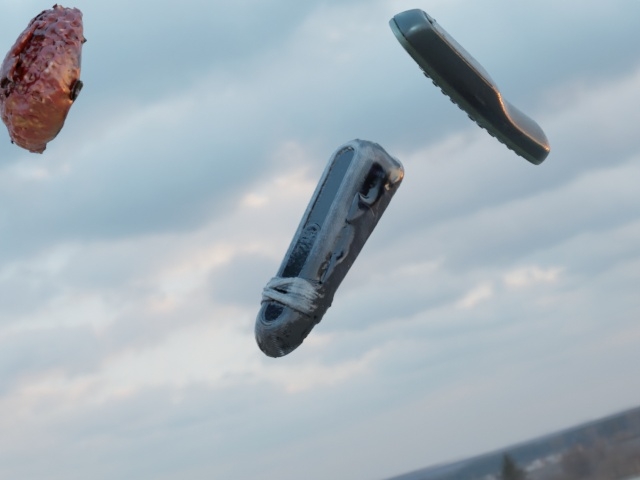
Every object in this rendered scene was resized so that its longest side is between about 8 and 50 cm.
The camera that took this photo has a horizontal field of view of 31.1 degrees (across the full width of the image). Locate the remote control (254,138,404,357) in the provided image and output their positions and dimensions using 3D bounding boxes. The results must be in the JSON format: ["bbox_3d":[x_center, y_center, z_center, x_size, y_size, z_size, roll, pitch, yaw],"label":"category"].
[{"bbox_3d":[0.000,0.000,1.196,0.066,0.266,0.090,43,-29,-25],"label":"remote control"}]

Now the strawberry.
[{"bbox_3d":[-0.306,-0.181,1.238,0.082,0.188,0.121,18,-42,-25],"label":"strawberry"}]

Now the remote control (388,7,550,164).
[{"bbox_3d":[0.147,-0.147,1.115,0.042,0.072,0.222,-42,-55,18],"label":"remote control"}]
